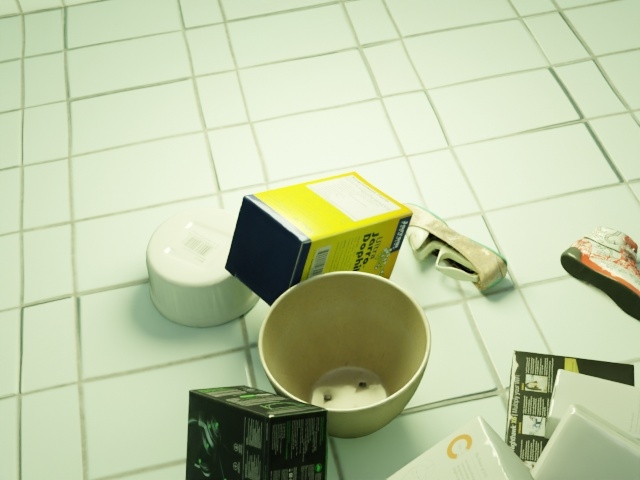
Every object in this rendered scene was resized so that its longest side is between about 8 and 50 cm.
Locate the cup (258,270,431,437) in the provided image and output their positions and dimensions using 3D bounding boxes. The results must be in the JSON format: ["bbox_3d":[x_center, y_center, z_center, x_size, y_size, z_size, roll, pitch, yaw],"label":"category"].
[{"bbox_3d":[0.052,0.260,1.855,0.331,0.237,0.331,-2,48,3],"label":"cup"}]

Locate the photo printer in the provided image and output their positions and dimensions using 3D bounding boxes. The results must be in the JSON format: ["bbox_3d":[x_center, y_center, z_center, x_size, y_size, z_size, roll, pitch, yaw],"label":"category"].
[{"bbox_3d":[0.473,0.479,1.614,0.256,0.107,0.307,31,99,24],"label":"photo printer"}]

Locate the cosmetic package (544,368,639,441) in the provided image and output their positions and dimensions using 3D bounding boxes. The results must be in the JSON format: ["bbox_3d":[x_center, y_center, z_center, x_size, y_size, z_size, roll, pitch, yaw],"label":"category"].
[{"bbox_3d":[0.546,0.333,1.739,0.231,0.085,0.117,12,50,17],"label":"cosmetic package"}]

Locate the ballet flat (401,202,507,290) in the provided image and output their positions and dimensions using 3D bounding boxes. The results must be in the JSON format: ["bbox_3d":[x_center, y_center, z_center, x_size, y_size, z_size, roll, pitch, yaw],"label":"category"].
[{"bbox_3d":[0.280,0.016,2.152,0.316,0.107,0.106,31,64,30],"label":"ballet flat"}]

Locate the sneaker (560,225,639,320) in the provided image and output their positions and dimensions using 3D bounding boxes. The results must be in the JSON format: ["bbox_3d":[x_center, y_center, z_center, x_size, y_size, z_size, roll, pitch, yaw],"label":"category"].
[{"bbox_3d":[0.684,0.067,2.074,0.145,0.090,0.270,-36,52,-22],"label":"sneaker"}]

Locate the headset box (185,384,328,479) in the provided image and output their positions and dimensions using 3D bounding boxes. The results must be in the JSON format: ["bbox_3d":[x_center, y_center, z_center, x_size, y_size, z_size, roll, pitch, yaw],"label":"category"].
[{"bbox_3d":[-0.127,0.402,1.667,0.131,0.246,0.283,1,1,-39],"label":"headset box"}]

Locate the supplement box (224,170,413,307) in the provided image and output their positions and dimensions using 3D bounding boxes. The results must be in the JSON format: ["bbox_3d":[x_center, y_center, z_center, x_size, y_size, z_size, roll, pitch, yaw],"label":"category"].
[{"bbox_3d":[0.000,0.000,2.041,0.356,0.195,0.194,-16,43,-44],"label":"supplement box"}]

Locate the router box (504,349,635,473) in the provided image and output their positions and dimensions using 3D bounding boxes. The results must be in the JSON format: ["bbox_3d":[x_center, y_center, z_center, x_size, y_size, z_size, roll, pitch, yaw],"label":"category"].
[{"bbox_3d":[0.486,0.372,1.819,0.243,0.081,0.309,7,49,11],"label":"router box"}]

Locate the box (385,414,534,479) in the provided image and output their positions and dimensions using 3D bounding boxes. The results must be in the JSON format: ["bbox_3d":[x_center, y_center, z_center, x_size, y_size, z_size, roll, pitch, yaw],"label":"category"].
[{"bbox_3d":[0.198,0.494,1.542,0.345,0.168,0.215,-38,25,10],"label":"box"}]

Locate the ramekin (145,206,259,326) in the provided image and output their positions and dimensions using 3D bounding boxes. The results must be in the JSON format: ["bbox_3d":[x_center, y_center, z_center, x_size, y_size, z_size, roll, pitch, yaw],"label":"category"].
[{"bbox_3d":[-0.269,0.051,2.143,0.277,0.135,0.277,-2,47,2],"label":"ramekin"}]
